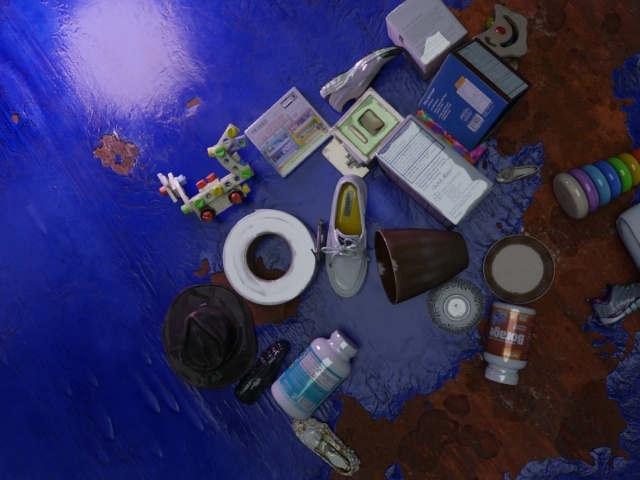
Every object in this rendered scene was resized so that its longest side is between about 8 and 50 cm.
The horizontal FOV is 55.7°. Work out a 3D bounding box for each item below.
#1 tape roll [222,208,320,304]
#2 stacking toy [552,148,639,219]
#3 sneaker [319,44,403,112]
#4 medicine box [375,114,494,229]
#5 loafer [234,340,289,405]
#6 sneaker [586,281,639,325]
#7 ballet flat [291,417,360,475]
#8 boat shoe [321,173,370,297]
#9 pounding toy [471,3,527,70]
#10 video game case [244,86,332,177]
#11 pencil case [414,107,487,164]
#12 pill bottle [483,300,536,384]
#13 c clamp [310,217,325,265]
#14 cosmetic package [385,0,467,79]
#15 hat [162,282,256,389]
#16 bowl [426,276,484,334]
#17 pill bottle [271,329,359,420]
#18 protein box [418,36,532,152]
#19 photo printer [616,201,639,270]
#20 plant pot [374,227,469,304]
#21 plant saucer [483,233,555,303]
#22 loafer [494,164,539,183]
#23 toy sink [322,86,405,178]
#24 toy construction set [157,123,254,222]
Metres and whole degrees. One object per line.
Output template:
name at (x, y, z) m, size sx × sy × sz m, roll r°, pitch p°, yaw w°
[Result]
tape roll at (-0.145, 0.049, 1.823) m, size 0.286 × 0.100 × 0.286 m, roll 0°, pitch 88°, yaw 9°
stacking toy at (0.823, -0.188, 1.673) m, size 0.330 × 0.141 × 0.141 m, roll -26°, pitch 84°, yaw 2°
sneaker at (0.132, -0.484, 1.801) m, size 0.271 × 0.100 × 0.108 m, roll -33°, pitch 96°, yaw 19°
medicine box at (0.308, -0.178, 1.677) m, size 0.289 × 0.263 × 0.149 m, roll 43°, pitch 94°, yaw 7°
loafer at (-0.167, 0.401, 1.835) m, size 0.078 × 0.076 × 0.223 m, roll 41°, pitch 87°, yaw -28°
sneaker at (0.856, 0.140, 1.675) m, size 0.223 × 0.083 × 0.098 m, roll -35°, pitch 78°, yaw 7°
ballet flat at (0.015, 0.605, 1.791) m, size 0.241 × 0.077 × 0.091 m, roll 34°, pitch 94°, yaw 9°
boat shoe at (0.078, -0.002, 1.740) m, size 0.135 × 0.156 × 0.367 m, roll 8°, pitch 101°, yaw 9°
pounding toy at (0.485, -0.524, 1.723) m, size 0.154 × 0.155 × 0.270 m, roll 13°, pitch 59°, yaw -1°
video game case at (-0.096, -0.332, 1.867) m, size 0.212 × 0.023 × 0.193 m, roll -41°, pitch 83°, yaw 5°
pencil case at (0.375, -0.315, 1.755) m, size 0.236 × 0.104 × 0.104 m, roll 41°, pitch 94°, yaw 6°
pill bottle at (0.525, 0.286, 1.699) m, size 0.121 × 0.121 × 0.216 m, roll 10°, pitch 89°, yaw 9°
c clamp at (0.000, 0.000, 1.768) m, size 0.022 × 0.137 × 0.161 m, roll -2°, pitch 55°, yaw 11°
cosmetic package at (0.304, -0.596, 1.748) m, size 0.151 × 0.151 × 0.184 m, roll -38°, pitch 82°, yaw 6°
hat at (-0.357, 0.297, 1.832) m, size 0.331 × 0.134 × 0.332 m, roll 0°, pitch 89°, yaw 10°
bowl at (0.389, 0.191, 1.745) m, size 0.170 × 0.080 × 0.170 m, roll 0°, pitch 88°, yaw 10°
pill bottle at (-0.009, 0.386, 1.767) m, size 0.146 × 0.146 × 0.264 m, roll 44°, pitch 94°, yaw 8°
protein box at (0.412, -0.391, 1.635) m, size 0.201 × 0.200 × 0.136 m, roll 46°, pitch 56°, yaw 12°
photo printer at (0.961, 0.015, 1.608) m, size 0.256 × 0.107 × 0.308 m, roll -18°, pitch 63°, yaw 4°
plant pot at (0.293, 0.053, 1.717) m, size 0.230 × 0.215 × 0.215 m, roll -11°, pitch 86°, yaw -6°
plant saucer at (0.568, 0.082, 1.743) m, size 0.198 × 0.036 × 0.199 m, roll 0°, pitch 88°, yaw 10°
loafer at (0.567, -0.196, 1.750) m, size 0.125 × 0.039 × 0.045 m, roll -14°, pitch 87°, yaw 8°
toy sink at (0.123, -0.301, 1.777) m, size 0.234 × 0.131 × 0.153 m, roll -45°, pitch 82°, yaw 6°
toy construction set at (-0.337, -0.187, 1.835) m, size 0.327 × 0.151 × 0.215 m, roll -27°, pitch 109°, yaw 15°
